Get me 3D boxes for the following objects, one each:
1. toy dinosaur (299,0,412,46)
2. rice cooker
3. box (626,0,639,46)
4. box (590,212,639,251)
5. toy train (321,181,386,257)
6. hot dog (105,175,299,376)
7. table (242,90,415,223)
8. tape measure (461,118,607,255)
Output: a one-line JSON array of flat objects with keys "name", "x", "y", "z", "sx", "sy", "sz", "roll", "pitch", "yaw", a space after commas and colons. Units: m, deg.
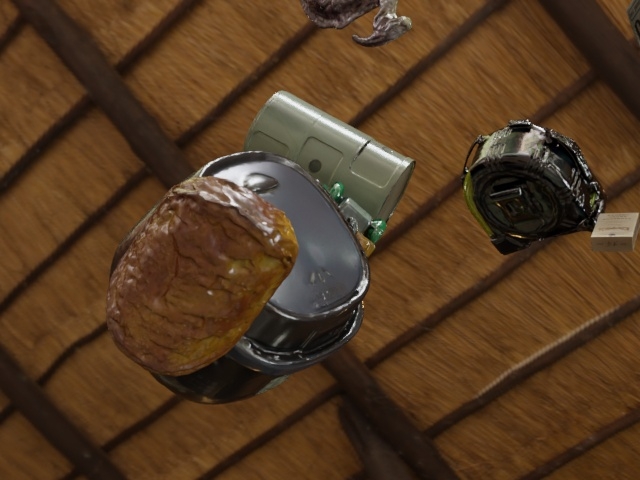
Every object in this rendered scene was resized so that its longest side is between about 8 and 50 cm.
[{"name": "toy dinosaur", "x": 0.055, "y": -0.403, "z": 1.426, "sx": 0.162, "sy": 0.077, "sz": 0.294, "roll": -53, "pitch": -141, "yaw": -2}, {"name": "rice cooker", "x": -0.093, "y": 0.050, "z": 0.996, "sx": 0.224, "sy": 0.267, "sz": 0.267, "roll": -42, "pitch": -125, "yaw": 36}, {"name": "box", "x": 0.415, "y": -0.275, "z": 1.025, "sx": 0.036, "sy": 0.177, "sz": 0.115, "roll": -15, "pitch": -110, "yaw": -8}, {"name": "box", "x": 0.391, "y": -0.012, "z": 1.186, "sx": 0.053, "sy": 0.083, "sz": 0.024, "roll": 0, "pitch": -65, "yaw": 27}, {"name": "toy train", "x": 0.000, "y": 0.000, "z": 1.172, "sx": 0.136, "sy": 0.091, "sz": 0.228, "roll": -50, "pitch": -169, "yaw": -6}, {"name": "hot dog", "x": -0.078, "y": 0.024, "z": 0.581, "sx": 0.147, "sy": 0.099, "sz": 0.065, "roll": -54, "pitch": -167, "yaw": 25}, {"name": "table", "x": 0.011, "y": -0.111, "z": 1.286, "sx": 0.220, "sy": 0.126, "sz": 0.126, "roll": 29, "pitch": -85, "yaw": 11}, {"name": "tape measure", "x": 0.291, "y": -0.074, "z": 1.289, "sx": 0.199, "sy": 0.186, "sz": 0.112, "roll": -18, "pitch": -149, "yaw": 42}]
